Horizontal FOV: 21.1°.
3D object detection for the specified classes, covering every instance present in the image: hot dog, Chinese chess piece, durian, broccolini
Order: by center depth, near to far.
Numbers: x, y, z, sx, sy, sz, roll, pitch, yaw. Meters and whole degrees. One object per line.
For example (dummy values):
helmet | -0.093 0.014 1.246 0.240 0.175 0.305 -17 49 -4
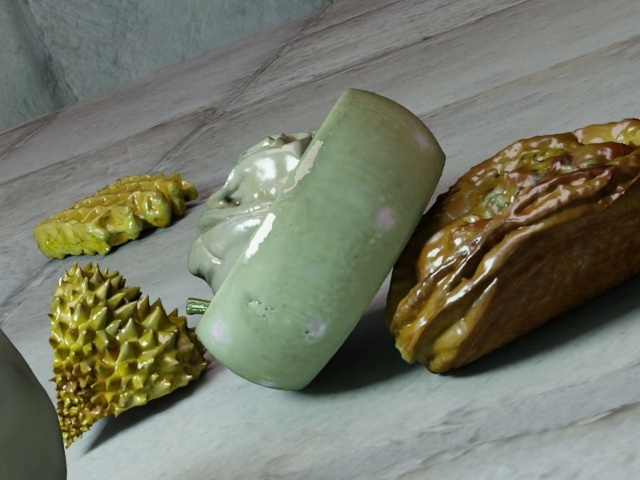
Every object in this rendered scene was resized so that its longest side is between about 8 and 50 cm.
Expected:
hot dog | 0.166 -0.004 1.284 0.272 0.122 0.196 -24 11 -7
Chinese chess piece | 0.000 0.000 1.361 0.250 0.101 0.250 -58 3 5
broccolini | -0.062 0.062 1.510 0.140 0.035 0.030 9 38 29
durian | -0.186 0.098 1.521 0.132 0.165 0.182 -52 -26 15

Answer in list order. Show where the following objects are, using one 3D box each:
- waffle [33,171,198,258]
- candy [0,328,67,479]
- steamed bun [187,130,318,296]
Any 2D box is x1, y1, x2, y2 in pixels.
waffle | -0.257 -0.034 2.207 0.160 0.055 0.211 -32 17 -32
candy | -0.286 0.161 1.099 0.185 0.296 0.295 -3 21 20
steamed bun | -0.031 -0.030 1.643 0.218 0.144 0.211 -29 15 -16
